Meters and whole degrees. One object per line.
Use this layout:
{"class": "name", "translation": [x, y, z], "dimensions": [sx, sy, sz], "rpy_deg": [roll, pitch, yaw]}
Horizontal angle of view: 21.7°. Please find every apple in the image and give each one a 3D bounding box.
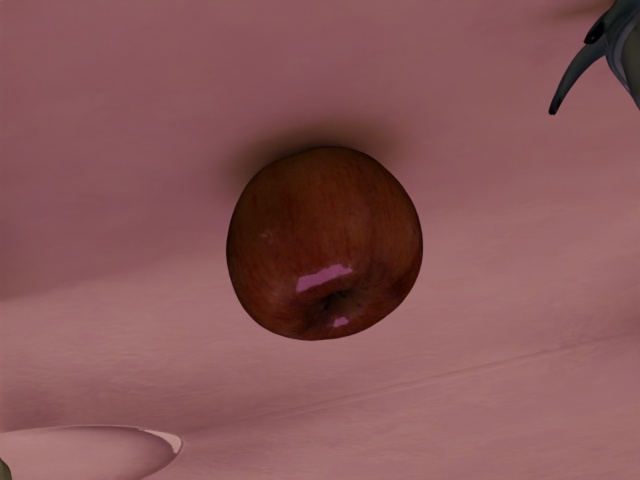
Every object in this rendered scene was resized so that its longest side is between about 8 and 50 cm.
{"class": "apple", "translation": [0.000, 0.000, 0.667], "dimensions": [0.084, 0.071, 0.084], "rpy_deg": [-12, 151, -7]}

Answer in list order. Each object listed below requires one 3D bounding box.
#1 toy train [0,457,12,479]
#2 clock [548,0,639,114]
{"class": "toy train", "translation": [-0.231, 0.070, 0.637], "dimensions": [0.188, 0.159, 0.272], "rpy_deg": [-14, 157, -6]}
{"class": "clock", "translation": [0.146, -0.072, 0.588], "dimensions": [0.135, 0.041, 0.101], "rpy_deg": [-4, 156, -12]}
